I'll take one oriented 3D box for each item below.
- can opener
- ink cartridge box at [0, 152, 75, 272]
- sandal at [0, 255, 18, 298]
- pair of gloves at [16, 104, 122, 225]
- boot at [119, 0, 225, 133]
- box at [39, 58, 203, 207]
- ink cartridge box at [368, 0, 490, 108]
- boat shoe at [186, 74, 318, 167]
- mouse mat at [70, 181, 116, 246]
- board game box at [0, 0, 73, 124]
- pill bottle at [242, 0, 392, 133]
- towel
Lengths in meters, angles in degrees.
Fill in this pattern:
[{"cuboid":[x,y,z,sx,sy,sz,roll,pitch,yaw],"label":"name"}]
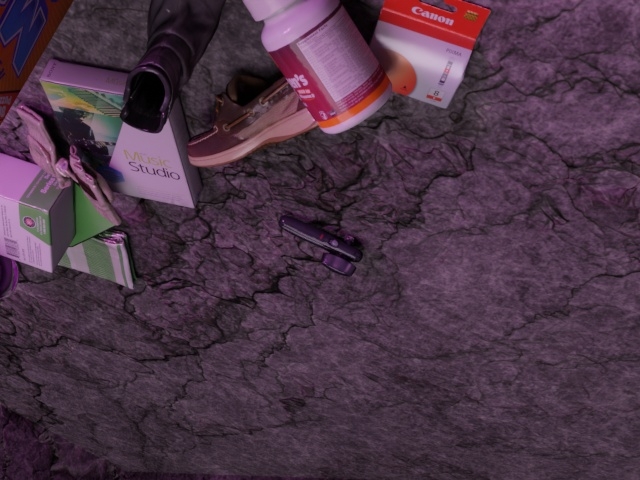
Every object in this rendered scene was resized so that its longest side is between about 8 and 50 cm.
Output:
[{"cuboid":[0.000,0.000,1.717,0.186,0.073,0.059,31,156,-7],"label":"can opener"},{"cuboid":[-0.683,-0.077,1.826,0.289,0.121,0.211,19,140,1],"label":"ink cartridge box"},{"cuboid":[-0.736,0.058,1.933,0.102,0.416,0.169,-29,114,1],"label":"sandal"},{"cuboid":[-0.492,-0.138,1.660,0.240,0.042,0.204,39,158,16],"label":"pair of gloves"},{"cuboid":[-0.189,-0.300,1.157,0.118,0.222,0.338,18,149,-1],"label":"boot"},{"cuboid":[-0.356,-0.188,1.583,0.232,0.058,0.322,11,148,10],"label":"box"},{"cuboid":[0.143,-0.273,1.217,0.146,0.045,0.179,18,152,-3],"label":"ink cartridge box"},{"cuboid":[-0.108,-0.213,1.392,0.342,0.123,0.123,-13,109,45],"label":"boat shoe"},{"cuboid":[-0.553,-0.059,1.895,0.190,0.007,0.152,-21,124,34],"label":"mouse mat"},{"cuboid":[-0.509,-0.407,1.008,0.357,0.356,0.356,16,150,2],"label":"board game box"},{"cuboid":[-0.005,-0.267,1.184,0.121,0.121,0.221,-15,120,42],"label":"pill bottle"},{"cuboid":[-0.607,0.015,2.055,0.325,0.038,0.248,14,150,4],"label":"towel"}]
